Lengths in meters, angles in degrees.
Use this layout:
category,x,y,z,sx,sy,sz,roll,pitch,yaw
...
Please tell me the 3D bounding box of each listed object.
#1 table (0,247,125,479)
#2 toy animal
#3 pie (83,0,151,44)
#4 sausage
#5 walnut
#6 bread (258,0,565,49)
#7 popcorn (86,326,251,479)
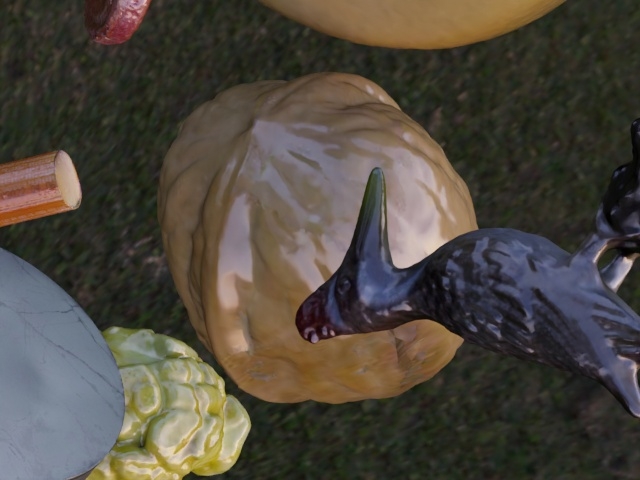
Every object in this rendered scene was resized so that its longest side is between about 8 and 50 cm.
category,x,y,z,sx,sy,sz,roll,pitch,yaw
table,-0.147,0.056,0.606,0.133,0.043,0.133,29,30,-19
toy animal,0.078,0.018,0.580,0.070,0.202,0.105,32,56,-59
pie,-0.218,-0.304,1.664,0.049,0.182,0.182,9,70,-23
sausage,-0.389,-0.043,1.682,0.234,0.071,0.071,-12,76,11
walnut,0.000,0.000,1.015,0.261,0.225,0.225,58,46,-51
bread,0.121,-0.298,0.991,0.253,0.348,0.376,52,45,-19
popcorn,-0.202,0.189,1.580,0.217,0.235,0.181,13,67,-42
